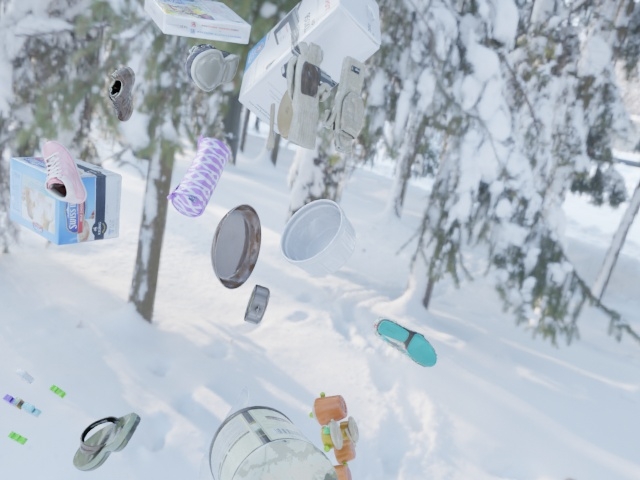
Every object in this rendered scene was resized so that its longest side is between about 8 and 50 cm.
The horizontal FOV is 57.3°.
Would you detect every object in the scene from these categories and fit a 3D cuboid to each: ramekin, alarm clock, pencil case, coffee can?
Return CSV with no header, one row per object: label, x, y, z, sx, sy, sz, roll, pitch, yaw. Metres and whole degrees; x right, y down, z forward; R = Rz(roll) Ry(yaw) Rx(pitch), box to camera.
ramekin,0.000,0.000,1.618,0.207,0.207,0.109,25,-15,48
alarm clock,-0.208,0.218,1.940,0.064,0.130,0.192,20,5,-7
pencil case,-0.279,-0.148,1.355,0.088,0.086,0.206,29,50,-14
coffee can,-0.101,0.451,1.135,0.201,0.202,0.275,6,-5,-17

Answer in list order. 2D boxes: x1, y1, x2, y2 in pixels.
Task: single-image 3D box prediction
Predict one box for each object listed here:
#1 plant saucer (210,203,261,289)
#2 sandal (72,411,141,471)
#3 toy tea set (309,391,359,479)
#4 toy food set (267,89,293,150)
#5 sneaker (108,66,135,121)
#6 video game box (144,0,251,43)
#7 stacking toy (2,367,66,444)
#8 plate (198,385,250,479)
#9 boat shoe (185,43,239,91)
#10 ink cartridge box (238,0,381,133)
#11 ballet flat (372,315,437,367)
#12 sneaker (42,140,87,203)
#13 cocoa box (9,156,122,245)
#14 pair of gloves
plant saucer,-0.307,0.019,2.097,0.050,0.311,0.310,11,12,23
sandal,-0.567,0.505,1.518,0.086,0.302,0.120,35,38,-22
toy tea set,0.026,0.630,1.835,0.124,0.200,0.336,-20,13,14
toy food set,-0.055,-0.273,1.266,0.038,0.133,0.192,9,-14,-29
sneaker,-0.598,-0.427,1.730,0.066,0.188,0.071,39,45,16
video game box,-0.275,-0.493,1.292,0.187,0.048,0.205,0,33,-29
stacking toy,-0.824,0.460,1.620,0.221,0.052,0.167,11,51,30
plate,-0.272,0.608,1.703,0.045,0.277,0.278,20,38,10
boat shoe,-0.209,-0.319,1.062,0.064,0.075,0.206,24,20,3
ink cartridge box,-0.033,-0.538,1.654,0.166,0.394,0.286,36,36,-30
ballet flat,0.254,0.301,1.786,0.241,0.091,0.077,38,-8,-14
sneaker,-0.501,-0.132,1.119,0.051,0.134,0.070,-27,0,11
cocoa box,-0.884,-0.147,2.017,0.347,0.232,0.227,20,19,35
pair of gloves,0.010,-0.282,1.184,0.042,0.204,0.240,6,6,37
